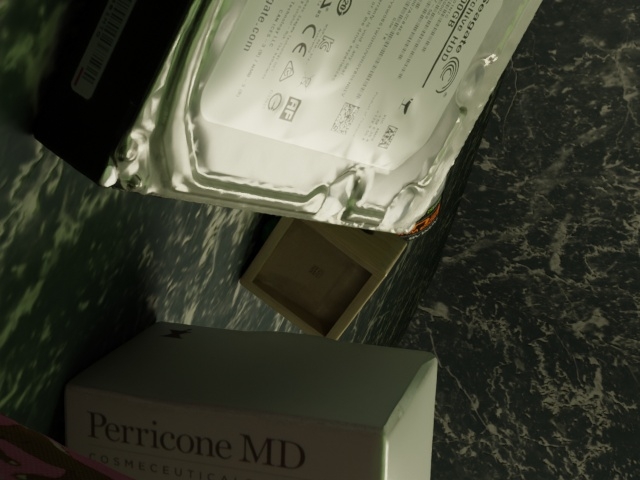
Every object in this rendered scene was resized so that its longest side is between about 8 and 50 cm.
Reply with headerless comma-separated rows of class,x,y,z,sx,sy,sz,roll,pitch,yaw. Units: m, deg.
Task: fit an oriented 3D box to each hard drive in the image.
hard drive,0.016,-0.125,0.649,0.339,0.064,0.237,8,113,-61

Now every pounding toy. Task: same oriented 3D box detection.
pounding toy,0.000,0.000,1.086,0.130,0.141,0.100,-55,177,31

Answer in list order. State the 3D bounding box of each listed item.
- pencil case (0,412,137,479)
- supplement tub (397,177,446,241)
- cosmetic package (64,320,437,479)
pencil case,-0.063,0.190,0.392,0.167,0.386,0.160,-66,169,13
supplement tub,0.100,-0.067,1.428,0.117,0.117,0.190,-63,169,-13
cosmetic package,-0.048,0.305,0.830,0.161,0.230,0.453,-36,129,-68
